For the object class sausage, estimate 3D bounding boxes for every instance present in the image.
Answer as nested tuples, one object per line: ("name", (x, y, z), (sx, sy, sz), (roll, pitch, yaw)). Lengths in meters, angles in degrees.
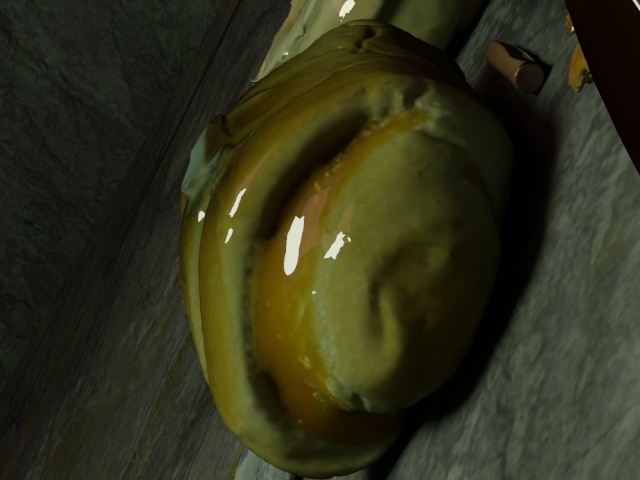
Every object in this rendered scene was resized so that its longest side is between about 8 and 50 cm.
("sausage", (0.147, -0.135, 1.266), (0.026, 0.026, 0.116), (-62, 13, 10))

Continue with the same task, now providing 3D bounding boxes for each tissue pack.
("tissue pack", (-0.049, 0.205, 1.392), (0.122, 0.026, 0.193), (-55, 17, 37))

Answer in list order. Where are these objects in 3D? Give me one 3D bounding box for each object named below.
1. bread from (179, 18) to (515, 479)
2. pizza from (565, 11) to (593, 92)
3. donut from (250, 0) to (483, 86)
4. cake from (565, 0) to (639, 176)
("bread", (0.000, 0.000, 1.201), (0.300, 0.210, 0.341), (-63, 14, 17))
("pizza", (0.206, -0.159, 1.008), (0.154, 0.069, 0.194), (-61, 8, 14))
("donut", (0.070, -0.280, 1.546), (0.307, 0.150, 0.371), (-47, 23, 54))
("cake", (0.211, -0.079, 0.657), (0.178, 0.185, 0.208), (-26, -2, 5))
